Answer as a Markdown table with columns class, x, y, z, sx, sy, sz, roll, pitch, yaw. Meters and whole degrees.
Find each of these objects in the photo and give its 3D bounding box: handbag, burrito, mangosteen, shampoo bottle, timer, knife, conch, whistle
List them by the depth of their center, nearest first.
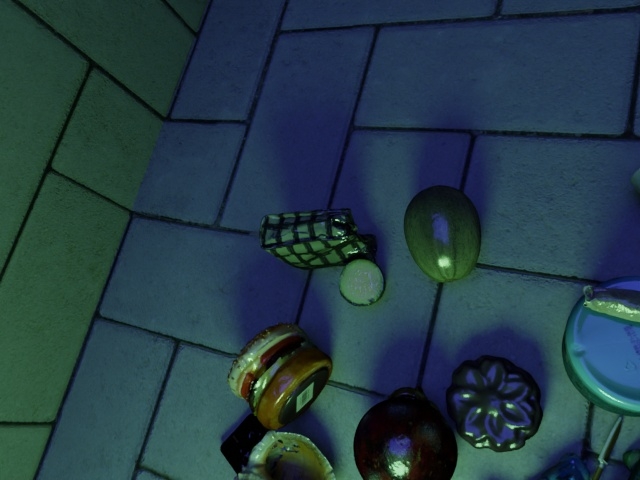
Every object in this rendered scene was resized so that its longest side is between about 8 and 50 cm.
| class | x | y | z | sx | sy | sz | roll | pitch | yaw |
| --- | --- | --- | --- | --- | --- | --- | --- | --- | --- |
| burrito | 0.757 | 0.157 | 1.198 | 0.275 | 0.059 | 0.082 | 9 | 68 | 27 |
| shampoo bottle | 0.814 | 0.286 | 1.355 | 0.331 | 0.342 | 0.331 | -8 | 69 | 22 |
| whistle | 0.632 | 0.669 | 1.403 | 0.269 | 0.180 | 0.093 | -22 | 69 | -22 |
| knife | 0.773 | 0.598 | 1.409 | 0.022 | 0.046 | 0.256 | 11 | 61 | 55 |
| mangosteen | 0.247 | 0.593 | 1.545 | 0.306 | 0.306 | 0.359 | -22 | 32 | 15 |
| conch | -0.111 | 0.778 | 1.683 | 0.352 | 0.210 | 0.297 | 7 | 73 | 5 |
| handbag | 0.000 | 0.000 | 1.833 | 0.327 | 0.325 | 0.163 | -3 | 72 | 23 |
| timer | -0.260 | 0.725 | 1.842 | 0.187 | 0.055 | 0.144 | -49 | 59 | 1 |

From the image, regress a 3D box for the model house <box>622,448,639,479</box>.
| class | x | y | z | sx | sy | sz | roll | pitch | yaw |
| --- | --- | --- | --- | --- | --- | --- | --- | --- | --- |
| model house | 0.826 | 0.676 | 1.274 | 0.298 | 0.243 | 0.284 | -47 | 14 | -21 |

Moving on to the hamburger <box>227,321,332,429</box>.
| class | x | y | z | sx | sy | sz | roll | pitch | yaw |
| --- | --- | --- | --- | --- | --- | --- | --- | --- | --- |
| hamburger | -0.135 | 0.447 | 1.736 | 0.250 | 0.330 | 0.330 | 37 | 89 | 25 |

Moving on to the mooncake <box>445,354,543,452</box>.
| class | x | y | z | sx | sy | sz | roll | pitch | yaw |
| --- | --- | --- | --- | --- | --- | --- | --- | --- | --- |
| mooncake | 0.511 | 0.483 | 1.538 | 0.283 | 0.141 | 0.283 | -10 | 65 | 22 |

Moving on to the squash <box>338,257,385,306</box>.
| class | x | y | z | sx | sy | sz | roll | pitch | yaw |
| --- | --- | --- | --- | --- | --- | --- | --- | --- | --- |
| squash | 0.157 | 0.158 | 1.822 | 0.170 | 0.123 | 0.170 | -8 | 69 | 21 |

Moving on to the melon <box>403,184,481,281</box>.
| class | x | y | z | sx | sy | sz | roll | pitch | yaw |
| --- | --- | --- | --- | --- | --- | --- | --- | --- | --- |
| melon | 0.403 | -0.025 | 1.711 | 0.248 | 0.248 | 0.329 | -14 | 70 | 19 |

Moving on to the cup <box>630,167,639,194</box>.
| class | x | y | z | sx | sy | sz | roll | pitch | yaw |
| --- | --- | --- | --- | --- | --- | --- | --- | --- | --- |
| cup | 1.066 | -0.094 | 1.458 | 0.212 | 0.212 | 0.317 | -25 | 65 | 14 |
